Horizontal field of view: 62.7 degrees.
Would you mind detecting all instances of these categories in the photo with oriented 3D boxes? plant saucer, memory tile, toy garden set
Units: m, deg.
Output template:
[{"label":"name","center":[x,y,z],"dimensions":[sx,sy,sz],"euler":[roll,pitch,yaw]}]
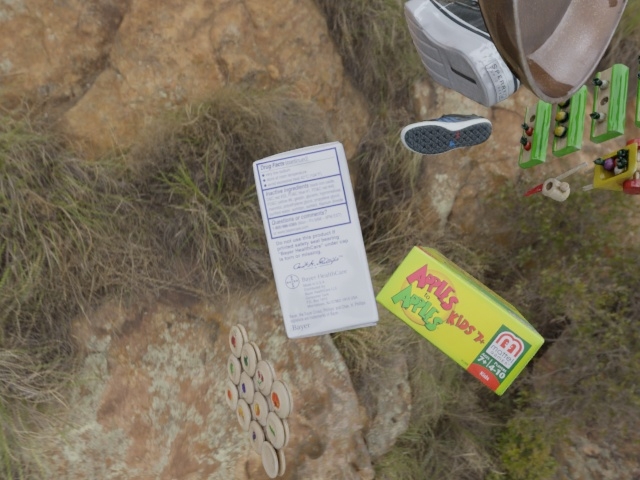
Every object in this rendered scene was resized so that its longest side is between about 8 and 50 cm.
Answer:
[{"label":"plant saucer","center":[0.175,-0.253,0.352],"dimensions":[0.050,0.311,0.311],"euler":[20,55,35]},{"label":"memory tile","center":[-0.072,0.171,0.571],"dimensions":[0.012,0.113,0.148],"euler":[-5,25,-32]},{"label":"toy garden set","center":[0.372,-0.149,0.759],"dimensions":[0.049,0.244,0.204],"euler":[19,74,-21]}]

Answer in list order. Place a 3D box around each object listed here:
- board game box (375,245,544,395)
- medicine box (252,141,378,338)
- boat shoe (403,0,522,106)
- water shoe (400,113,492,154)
[{"label":"board game box","center":[0.104,0.048,0.395],"dimensions":[0.092,0.181,0.043],"euler":[37,98,13]},{"label":"medicine box","center":[0.000,0.000,0.931],"dimensions":[0.148,0.263,0.290],"euler":[-11,90,4]},{"label":"boat shoe","center":[0.217,-0.285,0.746],"dimensions":[0.119,0.121,0.335],"euler":[-28,37,6]},{"label":"water shoe","center":[0.265,-0.233,1.137],"dimensions":[0.202,0.073,0.080],"euler":[-5,32,-9]}]
